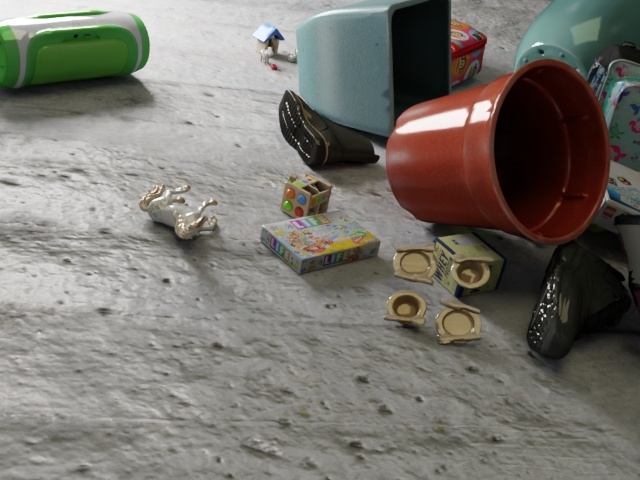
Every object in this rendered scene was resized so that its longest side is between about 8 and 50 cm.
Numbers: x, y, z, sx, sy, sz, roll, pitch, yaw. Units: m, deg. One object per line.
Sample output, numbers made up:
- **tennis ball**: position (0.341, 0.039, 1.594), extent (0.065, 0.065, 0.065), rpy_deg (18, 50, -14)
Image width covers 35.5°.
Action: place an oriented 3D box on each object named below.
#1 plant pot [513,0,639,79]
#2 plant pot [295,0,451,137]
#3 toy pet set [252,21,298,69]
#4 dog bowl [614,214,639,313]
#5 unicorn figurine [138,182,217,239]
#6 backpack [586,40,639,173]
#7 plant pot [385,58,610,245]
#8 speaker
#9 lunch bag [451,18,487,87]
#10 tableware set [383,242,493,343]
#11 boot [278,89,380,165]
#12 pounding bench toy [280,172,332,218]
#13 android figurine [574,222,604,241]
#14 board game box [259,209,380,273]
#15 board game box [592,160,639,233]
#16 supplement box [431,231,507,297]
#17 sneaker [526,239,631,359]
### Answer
- **plant pot**: position (0.554, -0.381, 2.153), extent (0.293, 0.293, 0.235), rpy_deg (29, 49, 28)
- **plant pot**: position (0.093, -0.361, 1.979), extent (0.252, 0.248, 0.247), rpy_deg (11, 25, 33)
- **toy pet set**: position (-0.085, -0.429, 2.194), extent (0.122, 0.065, 0.114), rpy_deg (-15, 39, -40)
- **dog bowl**: position (0.627, 0.038, 1.417), extent (0.407, 0.151, 0.408), rpy_deg (1, 0, 0)
- **unicorn figurine**: position (-0.201, -0.038, 1.484), extent (0.161, 0.060, 0.111), rpy_deg (9, 25, 28)
- **backpack**: position (0.599, -0.217, 1.898), extent (0.225, 0.254, 0.191), rpy_deg (13, 33, -7)
- **plant pot**: position (0.259, -0.128, 1.561), extent (0.272, 0.273, 0.265), rpy_deg (-13, 7, -37)
- **speaker**: position (-0.469, -0.356, 1.855), extent (0.296, 0.131, 0.131), rpy_deg (-16, 40, -40)
- **lunch bag**: position (0.207, -0.443, 2.289), extent (0.293, 0.120, 0.258), rpy_deg (27, 36, 27)
- **tableware set**: position (0.164, 0.071, 1.407), extent (0.141, 0.020, 0.169), rpy_deg (9, 53, 9)
- **boot**: position (0.012, -0.199, 1.836), extent (0.137, 0.077, 0.198), rpy_deg (1, 44, -29)
- **pounding bench toy**: position (-0.037, -0.074, 1.604), extent (0.083, 0.052, 0.065), rpy_deg (30, 34, 28)
- **android figurine**: position (0.388, -0.073, 1.766), extent (0.248, 0.056, 0.273), rpy_deg (21, 29, 15)
- **board game box**: position (0.000, 0.000, 1.515), extent (0.154, 0.026, 0.103), rpy_deg (-13, 38, -37)
- **board game box**: position (0.598, -0.036, 1.719), extent (0.305, 0.053, 0.193), rpy_deg (23, 30, -6)
- **supplement box**: position (0.218, 0.035, 1.506), extent (0.083, 0.056, 0.083), rpy_deg (-8, 35, -33)
- **sneaker**: position (0.379, 0.087, 1.438), extent (0.130, 0.109, 0.286), rpy_deg (25, 33, 10)
